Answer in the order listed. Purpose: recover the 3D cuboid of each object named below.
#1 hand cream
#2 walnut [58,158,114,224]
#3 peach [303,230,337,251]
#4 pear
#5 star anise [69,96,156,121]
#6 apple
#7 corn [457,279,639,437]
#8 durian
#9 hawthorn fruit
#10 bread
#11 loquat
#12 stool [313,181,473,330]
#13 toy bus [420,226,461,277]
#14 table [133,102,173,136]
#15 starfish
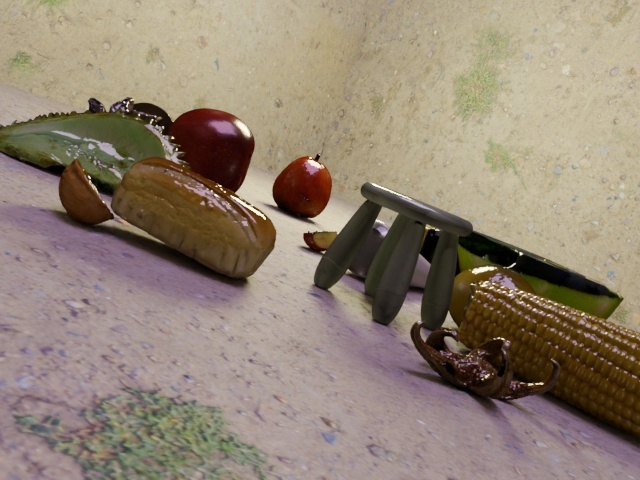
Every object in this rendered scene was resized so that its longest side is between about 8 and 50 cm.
[{"bbox_3d":[0.165,0.043,1.504,0.186,0.118,0.359,26,2,27],"label":"hand cream"},{"bbox_3d":[-0.331,-0.060,0.947,0.121,0.052,0.091,38,-25,56],"label":"walnut"},{"bbox_3d":[0.000,0.000,1.527,0.078,0.050,0.083,-2,-3,1],"label":"peach"},{"bbox_3d":[0.482,0.118,1.607,0.399,0.165,0.399,21,7,-3],"label":"pear"},{"bbox_3d":[-0.483,-0.252,1.492,0.172,0.208,0.063,33,-27,19],"label":"star anise"},{"bbox_3d":[-0.265,-0.208,1.649,0.201,0.218,0.218,13,8,-4],"label":"apple"},{"bbox_3d":[0.374,0.172,1.011,0.387,0.143,0.144,21,6,30],"label":"corn"},{"bbox_3d":[-0.430,-0.146,1.306,0.395,0.163,0.198,16,46,-8],"label":"durian"},{"bbox_3d":[-0.043,-0.170,2.103,0.185,0.202,0.185,24,-1,1],"label":"hawthorn fruit"},{"bbox_3d":[-0.176,-0.036,0.974,0.236,0.106,0.140,28,4,4],"label":"bread"},{"bbox_3d":[0.311,0.116,1.228,0.152,0.152,0.195,19,15,-22],"label":"loquat"},{"bbox_3d":[0.127,0.023,1.147,0.195,0.198,0.195,13,13,-47],"label":"stool"},{"bbox_3d":[0.365,0.053,1.842,0.331,0.145,0.151,17,7,-30],"label":"toy bus"},{"bbox_3d":[-0.454,-0.246,1.659,0.167,0.167,0.226,21,12,-4],"label":"table"},{"bbox_3d":[0.196,0.151,0.859,0.190,0.074,0.146,18,7,-28],"label":"starfish"}]
